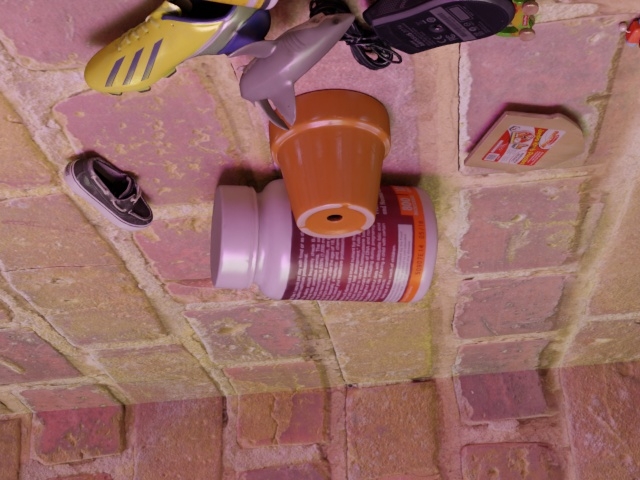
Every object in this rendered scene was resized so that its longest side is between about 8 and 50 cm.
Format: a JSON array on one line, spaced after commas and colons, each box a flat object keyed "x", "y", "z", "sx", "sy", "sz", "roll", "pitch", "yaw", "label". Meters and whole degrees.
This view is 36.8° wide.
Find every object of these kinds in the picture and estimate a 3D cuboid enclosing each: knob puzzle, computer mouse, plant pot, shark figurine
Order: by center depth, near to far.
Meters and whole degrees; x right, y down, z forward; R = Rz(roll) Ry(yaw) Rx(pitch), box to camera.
[{"x": 0.136, "y": -0.319, "z": 1.320, "sx": 0.272, "sy": 0.072, "sz": 0.188, "roll": -5, "pitch": 160, "yaw": 33, "label": "computer mouse"}, {"x": -0.062, "y": -0.209, "z": 1.349, "sx": 0.166, "sy": 0.116, "sz": 0.278, "roll": -25, "pitch": 176, "yaw": -27, "label": "shark figurine"}, {"x": 0.019, "y": -0.114, "z": 1.588, "sx": 0.205, "sy": 0.188, "sz": 0.205, "roll": -3, "pitch": 155, "yaw": -1, "label": "plant pot"}, {"x": 0.373, "y": -0.175, "z": 1.687, "sx": 0.213, "sy": 0.030, "sz": 0.213, "roll": -3, "pitch": 154, "yaw": -1, "label": "knob puzzle"}]

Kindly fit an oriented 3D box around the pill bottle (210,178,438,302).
[{"x": 0.000, "y": 0.000, "z": 1.788, "sx": 0.392, "sy": 0.224, "sz": 0.224, "roll": 2, "pitch": 154, "yaw": -13, "label": "pill bottle"}]

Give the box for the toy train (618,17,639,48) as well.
[{"x": 0.513, "y": -0.321, "z": 1.377, "sx": 0.125, "sy": 0.046, "sz": 0.166, "roll": 2, "pitch": 155, "yaw": -12, "label": "toy train"}]

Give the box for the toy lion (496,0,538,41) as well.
[{"x": 0.259, "y": -0.323, "z": 1.365, "sx": 0.096, "sy": 0.034, "sz": 0.100, "roll": 0, "pitch": 156, "yaw": 9, "label": "toy lion"}]

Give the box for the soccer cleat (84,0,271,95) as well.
[{"x": -0.210, "y": -0.285, "z": 1.319, "sx": 0.289, "sy": 0.093, "sz": 0.121, "roll": -15, "pitch": 148, "yaw": 17, "label": "soccer cleat"}]

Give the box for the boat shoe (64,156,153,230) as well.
[{"x": -0.363, "y": -0.082, "z": 1.738, "sx": 0.070, "sy": 0.078, "sz": 0.219, "roll": -15, "pitch": 151, "yaw": 25, "label": "boat shoe"}]

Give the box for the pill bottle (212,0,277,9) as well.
[{"x": -0.139, "y": -0.346, "z": 1.176, "sx": 0.184, "sy": 0.103, "sz": 0.103, "roll": 5, "pitch": 154, "yaw": -18, "label": "pill bottle"}]
